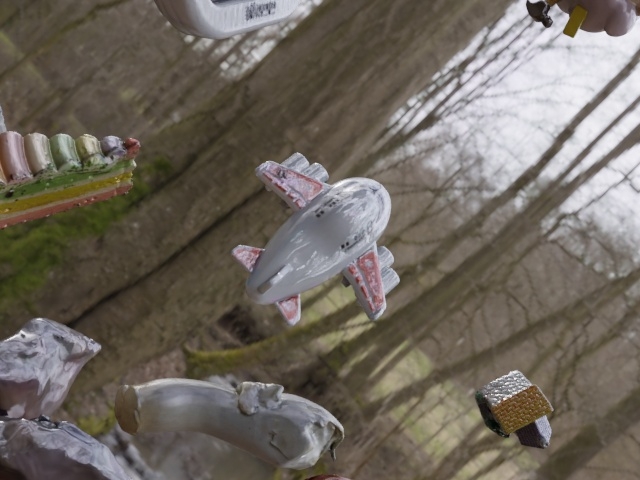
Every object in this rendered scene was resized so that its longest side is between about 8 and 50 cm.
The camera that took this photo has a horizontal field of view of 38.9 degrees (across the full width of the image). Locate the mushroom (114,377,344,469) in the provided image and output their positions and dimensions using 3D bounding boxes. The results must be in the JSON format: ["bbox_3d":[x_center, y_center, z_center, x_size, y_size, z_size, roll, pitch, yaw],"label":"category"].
[{"bbox_3d":[-0.107,0.216,1.089,0.278,0.099,0.096,15,47,-8],"label":"mushroom"}]

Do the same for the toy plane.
[{"bbox_3d":[-0.001,0.001,1.192,0.252,0.252,0.118,46,-28,-4],"label":"toy plane"}]

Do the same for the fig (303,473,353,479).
[{"bbox_3d":[0.001,0.356,0.952,0.175,0.175,0.207,50,20,-74],"label":"fig"}]

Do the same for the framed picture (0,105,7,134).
[{"bbox_3d":[-0.664,-0.288,1.615,0.209,0.019,0.281,10,55,-57],"label":"framed picture"}]

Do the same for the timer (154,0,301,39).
[{"bbox_3d":[-0.098,-0.355,1.011,0.087,0.237,0.262,18,28,25],"label":"timer"}]

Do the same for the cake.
[{"bbox_3d":[-0.344,-0.090,1.143,0.090,0.225,0.109,57,-37,22],"label":"cake"}]

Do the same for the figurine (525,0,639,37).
[{"bbox_3d":[0.350,-0.302,1.024,0.112,0.229,0.137,-4,83,-63],"label":"figurine"}]

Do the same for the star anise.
[{"bbox_3d":[-0.167,0.091,0.393,0.172,0.063,0.208,24,34,16],"label":"star anise"}]

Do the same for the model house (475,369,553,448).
[{"bbox_3d":[0.306,0.276,1.400,0.100,0.088,0.100,65,-6,-26],"label":"model house"}]
